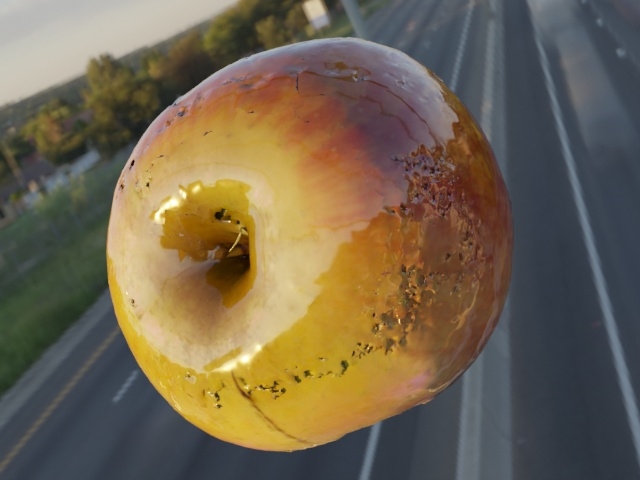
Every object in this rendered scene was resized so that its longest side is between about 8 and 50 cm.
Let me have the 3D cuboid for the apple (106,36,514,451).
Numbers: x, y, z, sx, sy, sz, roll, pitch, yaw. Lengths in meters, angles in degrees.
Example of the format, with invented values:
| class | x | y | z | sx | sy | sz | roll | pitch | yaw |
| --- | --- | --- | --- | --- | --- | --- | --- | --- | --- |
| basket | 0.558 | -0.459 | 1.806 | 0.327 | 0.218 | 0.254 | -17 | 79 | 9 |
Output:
| class | x | y | z | sx | sy | sz | roll | pitch | yaw |
| --- | --- | --- | --- | --- | --- | --- | --- | --- | --- |
| apple | 0.000 | 0.000 | 0.384 | 0.146 | 0.146 | 0.146 | -24 | 13 | 6 |
